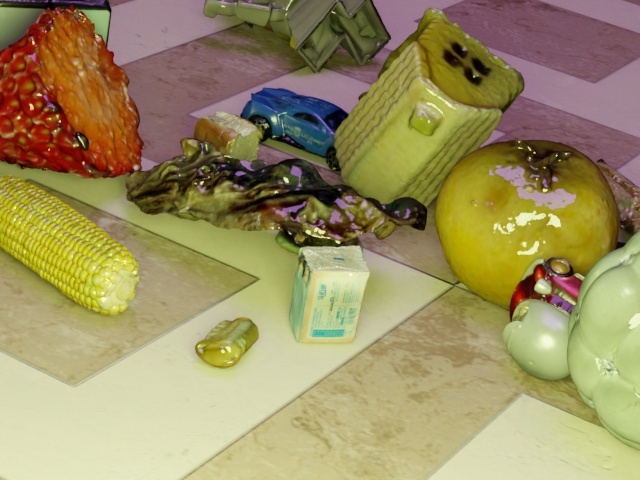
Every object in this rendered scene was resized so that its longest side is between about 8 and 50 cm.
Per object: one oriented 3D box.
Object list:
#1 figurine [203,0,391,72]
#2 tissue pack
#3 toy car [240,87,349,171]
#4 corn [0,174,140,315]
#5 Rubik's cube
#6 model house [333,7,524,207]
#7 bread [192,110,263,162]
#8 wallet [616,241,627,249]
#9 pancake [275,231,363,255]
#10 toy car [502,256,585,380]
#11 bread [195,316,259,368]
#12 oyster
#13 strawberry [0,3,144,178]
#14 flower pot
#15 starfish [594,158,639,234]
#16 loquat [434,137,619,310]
[{"bbox_3d":[-0.042,-0.375,2.632,0.308,0.143,0.308,26,17,-9],"label":"figurine"},{"bbox_3d":[0.008,0.058,1.798,0.074,0.094,0.059,1,32,-19],"label":"tissue pack"},{"bbox_3d":[-0.003,-0.152,2.268,0.216,0.063,0.103,21,27,21],"label":"toy car"},{"bbox_3d":[-0.285,0.001,1.821,0.081,0.081,0.248,-15,36,-43],"label":"corn"},{"bbox_3d":[-0.383,-0.260,2.214,0.167,0.180,0.183,-1,30,-25],"label":"Rubik's cube"},{"bbox_3d":[0.119,-0.154,2.128,0.175,0.193,0.234,43,31,3],"label":"model house"},{"bbox_3d":[-0.121,-0.113,2.121,0.070,0.083,0.076,20,27,27],"label":"bread"},{"bbox_3d":[0.331,0.010,2.110,0.156,0.018,0.082,10,25,-1],"label":"wallet"},{"bbox_3d":[0.001,0.000,2.007,0.108,0.017,0.108,5,27,-3],"label":"pancake"},{"bbox_3d":[0.255,0.101,1.811,0.139,0.112,0.112,30,45,17],"label":"toy car"},{"bbox_3d":[-0.094,0.105,1.733,0.049,0.034,0.088,2,18,16],"label":"bread"},{"bbox_3d":[-0.060,-0.052,1.939,0.361,0.096,0.221,12,1,42],"label":"oyster"},{"bbox_3d":[-0.330,-0.146,2.039,0.178,0.234,0.234,-23,15,22],"label":"strawberry"},{"bbox_3d":[0.365,0.101,1.685,0.246,0.246,0.195,-9,-1,-35],"label":"flower pot"},{"bbox_3d":[0.504,-0.018,2.140,0.324,0.082,0.432,3,16,-12],"label":"starfish"},{"bbox_3d":[0.236,-0.025,1.938,0.213,0.213,0.213,9,25,-4],"label":"loquat"}]
